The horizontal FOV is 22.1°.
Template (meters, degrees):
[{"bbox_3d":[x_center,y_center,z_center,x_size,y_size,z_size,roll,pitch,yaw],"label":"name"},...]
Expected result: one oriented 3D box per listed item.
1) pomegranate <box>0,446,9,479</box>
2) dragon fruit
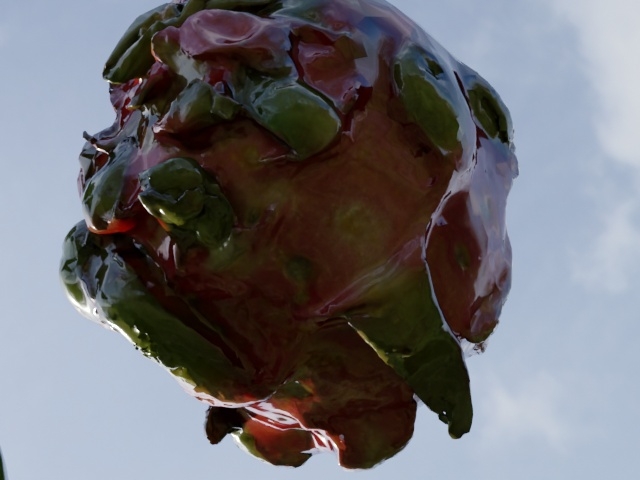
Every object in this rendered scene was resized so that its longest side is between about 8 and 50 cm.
[{"bbox_3d":[-0.224,0.112,0.593,0.236,0.302,0.236,0,-92,-6],"label":"pomegranate"},{"bbox_3d":[-0.011,-0.002,0.885,0.237,0.231,0.303,4,-33,21],"label":"dragon fruit"}]
